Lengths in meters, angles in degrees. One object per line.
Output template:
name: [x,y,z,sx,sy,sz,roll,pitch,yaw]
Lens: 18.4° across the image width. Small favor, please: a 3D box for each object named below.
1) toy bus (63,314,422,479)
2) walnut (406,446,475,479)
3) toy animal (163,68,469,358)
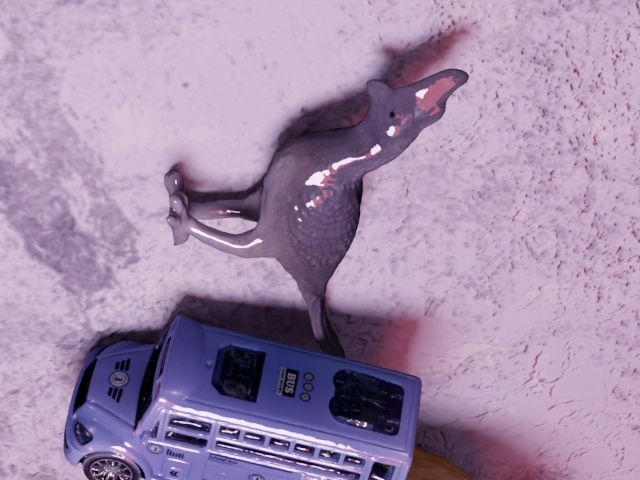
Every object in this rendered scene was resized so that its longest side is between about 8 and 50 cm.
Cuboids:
toy bus: [-0.066,0.151,1.683,0.292,0.125,0.133,14,136,-3]
walnut: [0.052,0.319,1.838,0.313,0.252,0.277,9,131,-20]
toy animal: [-0.030,-0.014,1.597,0.206,0.081,0.367,5,138,-14]
